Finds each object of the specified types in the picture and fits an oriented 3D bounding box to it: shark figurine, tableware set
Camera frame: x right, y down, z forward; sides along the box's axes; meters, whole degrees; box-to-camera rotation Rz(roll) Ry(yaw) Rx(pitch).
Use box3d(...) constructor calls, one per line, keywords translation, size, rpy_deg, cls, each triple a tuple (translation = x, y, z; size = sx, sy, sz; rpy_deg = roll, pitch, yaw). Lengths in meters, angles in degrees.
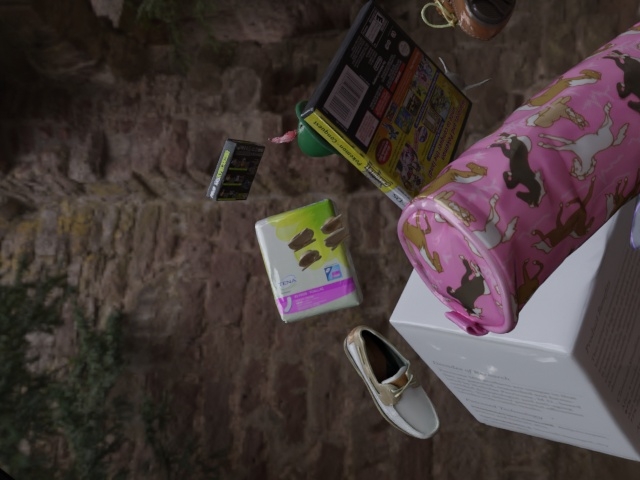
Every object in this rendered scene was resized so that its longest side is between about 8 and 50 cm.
box3d(translation=(0.278, -0.349, 1.599), size=(0.278, 0.166, 0.116), rpy_deg=(73, 171, -85), cls="shark figurine")
box3d(translation=(0.000, 0.000, 1.567), size=(0.020, 0.141, 0.169), rpy_deg=(55, 175, 25), cls="tableware set")

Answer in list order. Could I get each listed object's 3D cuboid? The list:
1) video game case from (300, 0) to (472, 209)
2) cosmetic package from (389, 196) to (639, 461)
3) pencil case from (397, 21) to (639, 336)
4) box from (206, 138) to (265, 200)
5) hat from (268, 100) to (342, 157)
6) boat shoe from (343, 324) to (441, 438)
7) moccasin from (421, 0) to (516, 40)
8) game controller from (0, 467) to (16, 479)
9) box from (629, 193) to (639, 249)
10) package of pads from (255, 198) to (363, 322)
box3d(translation=(0.115, -0.201, 1.085), size=(0.248, 0.035, 0.275), rpy_deg=(40, -128, -20), cls="video game case")
box3d(translation=(0.399, 0.130, 1.251), size=(0.394, 0.327, 0.329), rpy_deg=(48, -120, -37), cls="cosmetic package")
box3d(translation=(0.255, -0.070, 0.727), size=(0.167, 0.386, 0.160), rpy_deg=(51, 161, 8), cls="pencil case")
box3d(translation=(-0.252, -0.210, 2.132), size=(0.184, 0.045, 0.190), rpy_deg=(-66, -19, 14), cls="box")
box3d(translation=(-0.041, -0.217, 1.705), size=(0.173, 0.183, 0.208), rpy_deg=(44, -152, -6), cls="hat")
box3d(translation=(0.165, 0.325, 1.613), size=(0.302, 0.113, 0.103), rpy_deg=(48, 160, 10), cls="boat shoe")
box3d(translation=(0.289, -0.490, 1.418), size=(0.147, 0.139, 0.380), rpy_deg=(-58, 24, 35), cls="moccasin")
box3d(translation=(-0.511, 0.464, 1.127), size=(0.166, 0.319, 0.067), rpy_deg=(-52, 0, 18), cls="game controller")
box3d(translation=(0.515, -0.106, 0.881), size=(0.143, 0.165, 0.271), rpy_deg=(3, -84, -34), cls="box")
box3d(translation=(-0.035, 0.058, 1.916), size=(0.101, 0.229, 0.297), rpy_deg=(-6, -100, -77), cls="package of pads")
